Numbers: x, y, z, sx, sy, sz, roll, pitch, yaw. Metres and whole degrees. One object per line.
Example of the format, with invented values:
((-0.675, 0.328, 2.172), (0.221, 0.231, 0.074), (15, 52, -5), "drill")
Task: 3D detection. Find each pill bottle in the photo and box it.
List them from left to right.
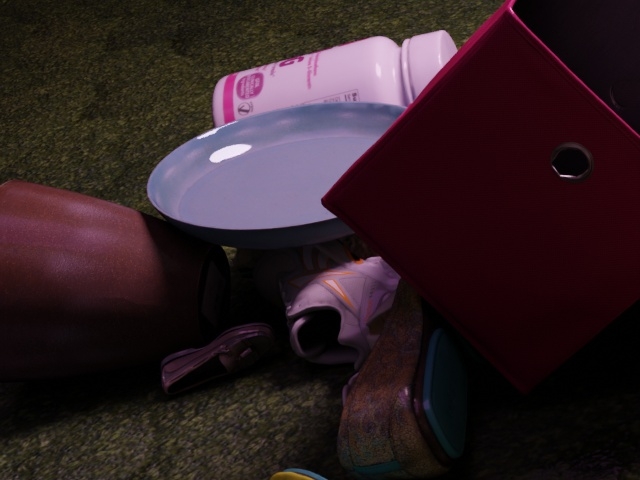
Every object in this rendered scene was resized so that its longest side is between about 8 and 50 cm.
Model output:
((0.028, -0.150, 2.309), (0.283, 0.160, 0.160), (-13, 22, 16), "pill bottle")

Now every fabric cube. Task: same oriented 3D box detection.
((0.204, -0.075, 1.701), (0.258, 0.254, 0.259), (-45, 3, 33), "fabric cube")

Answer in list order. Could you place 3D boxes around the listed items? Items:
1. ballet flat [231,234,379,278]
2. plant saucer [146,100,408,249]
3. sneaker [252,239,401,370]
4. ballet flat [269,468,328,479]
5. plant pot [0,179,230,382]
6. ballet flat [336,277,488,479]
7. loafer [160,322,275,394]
((0.000, 0.000, 2.061), (0.241, 0.077, 0.091), (-1, -9, 39), "ballet flat")
((-0.021, -0.065, 2.023), (0.318, 0.043, 0.317), (-9, 26, 4), "plant saucer")
((-0.005, 0.062, 1.923), (0.121, 0.099, 0.262), (-36, 25, -26), "sneaker")
((0.022, 0.234, 1.520), (0.231, 0.077, 0.077), (9, 52, 47), "ballet flat")
((-0.218, 0.049, 2.025), (0.230, 0.215, 0.215), (3, 28, 15), "plant pot")
((0.085, 0.101, 1.730), (0.123, 0.123, 0.348), (-12, 24, 20), "ballet flat")
((-0.101, 0.122, 1.939), (0.125, 0.045, 0.039), (-21, 37, 14), "loafer")
